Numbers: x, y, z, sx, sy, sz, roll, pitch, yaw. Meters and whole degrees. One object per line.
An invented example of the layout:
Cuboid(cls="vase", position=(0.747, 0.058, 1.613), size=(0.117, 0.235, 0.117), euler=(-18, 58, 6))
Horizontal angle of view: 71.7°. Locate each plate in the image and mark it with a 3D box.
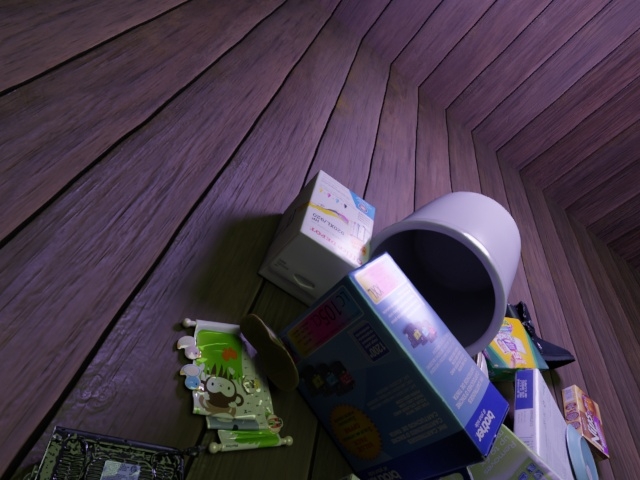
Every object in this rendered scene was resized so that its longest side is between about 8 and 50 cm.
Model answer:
Cuboid(cls="plate", position=(0.675, 0.569, 1.129), size=(0.188, 0.024, 0.188), euler=(33, 46, -42))

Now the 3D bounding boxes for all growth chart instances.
Cuboid(cls="growth chart", position=(-0.149, 0.238, 0.746), size=(0.171, 0.021, 0.238), euler=(8, 48, -39))

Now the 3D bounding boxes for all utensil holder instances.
Cuboid(cls="utensil holder", position=(0.314, 0.060, 1.098), size=(0.328, 0.327, 0.385), euler=(50, 35, 7))

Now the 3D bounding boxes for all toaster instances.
Cuboid(cls="toaster", position=(-0.248, 0.319, 0.502), size=(0.185, 0.110, 0.168), euler=(24, 42, -25))

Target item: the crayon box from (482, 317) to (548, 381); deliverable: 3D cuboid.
Cuboid(cls="crayon box", position=(0.493, 0.300, 1.234), size=(0.278, 0.081, 0.166), euler=(12, 43, -35))

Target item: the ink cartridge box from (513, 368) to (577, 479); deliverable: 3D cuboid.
Cuboid(cls="ink cartridge box", position=(0.555, 0.543, 1.059), size=(0.330, 0.071, 0.324), euler=(59, 34, -15))

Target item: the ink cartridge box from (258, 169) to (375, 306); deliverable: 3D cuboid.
Cuboid(cls="ink cartridge box", position=(0.000, 0.000, 0.988), size=(0.171, 0.168, 0.233), euler=(33, 39, -15))

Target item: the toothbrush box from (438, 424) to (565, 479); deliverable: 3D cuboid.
Cuboid(cls="toothbrush box", position=(0.323, 0.459, 0.727), size=(0.122, 0.206, 0.283), euler=(41, 0, -6))

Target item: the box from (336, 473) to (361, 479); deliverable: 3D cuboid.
Cuboid(cls="box", position=(0.107, 0.519, 0.668), size=(0.290, 0.087, 0.169), euler=(40, 37, -7))

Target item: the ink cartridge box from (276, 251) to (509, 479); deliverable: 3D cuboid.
Cuboid(cls="ink cartridge box", position=(0.124, 0.259, 0.777), size=(0.396, 0.270, 0.151), euler=(52, 39, 9))

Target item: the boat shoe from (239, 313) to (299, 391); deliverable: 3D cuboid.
Cuboid(cls="boat shoe", position=(-0.085, 0.195, 0.787), size=(0.152, 0.056, 0.049), euler=(57, 5, 10))

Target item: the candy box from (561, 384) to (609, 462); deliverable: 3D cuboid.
Cuboid(cls="candy box", position=(0.782, 0.540, 1.315), size=(0.109, 0.053, 0.187), euler=(41, 36, -6))

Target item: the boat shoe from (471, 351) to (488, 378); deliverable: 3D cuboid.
Cuboid(cls="boat shoe", position=(0.336, 0.383, 1.005), size=(0.103, 0.113, 0.302), euler=(40, 48, -9))

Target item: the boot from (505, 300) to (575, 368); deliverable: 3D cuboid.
Cuboid(cls="boot", position=(0.686, 0.299, 1.415), size=(0.246, 0.094, 0.207), euler=(10, 52, -29))
